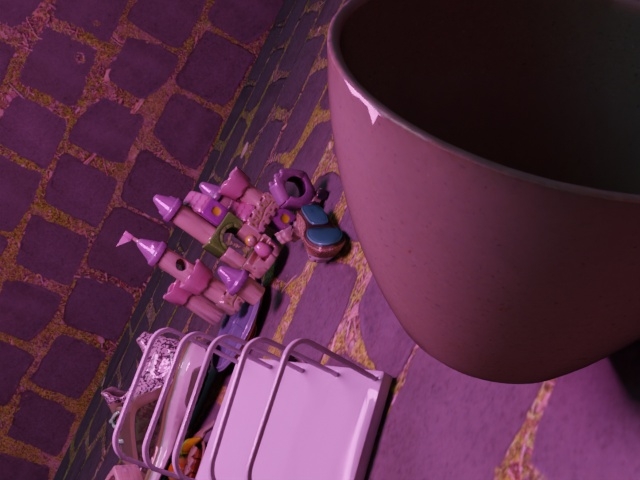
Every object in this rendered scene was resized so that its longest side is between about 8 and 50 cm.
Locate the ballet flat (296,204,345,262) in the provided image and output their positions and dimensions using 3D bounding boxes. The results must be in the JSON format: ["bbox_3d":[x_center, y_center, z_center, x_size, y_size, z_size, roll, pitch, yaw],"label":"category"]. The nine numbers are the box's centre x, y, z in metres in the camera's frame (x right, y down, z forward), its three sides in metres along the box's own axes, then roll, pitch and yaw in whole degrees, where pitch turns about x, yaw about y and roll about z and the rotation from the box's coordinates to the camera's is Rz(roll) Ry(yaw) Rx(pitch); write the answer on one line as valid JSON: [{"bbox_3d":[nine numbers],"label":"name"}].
[{"bbox_3d":[0.000,0.000,1.369,0.206,0.073,0.067,-108,19,-69],"label":"ballet flat"}]

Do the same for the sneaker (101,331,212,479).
[{"bbox_3d":[-0.361,0.362,1.618,0.158,0.182,0.410,105,-172,-88],"label":"sneaker"}]

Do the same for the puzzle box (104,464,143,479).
[{"bbox_3d":[-0.390,0.632,1.421,0.409,0.052,0.272,-56,46,24],"label":"puzzle box"}]

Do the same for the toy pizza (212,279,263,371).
[{"bbox_3d":[-0.158,0.170,1.607,0.201,0.032,0.201,-54,19,28],"label":"toy pizza"}]

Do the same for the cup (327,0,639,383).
[{"bbox_3d":[0.158,-0.030,0.618,0.331,0.331,0.237,-89,4,-52],"label":"cup"}]

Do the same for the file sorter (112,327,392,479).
[{"bbox_3d":[-0.091,0.218,0.983,0.277,0.173,0.193,-3,62,45],"label":"file sorter"}]

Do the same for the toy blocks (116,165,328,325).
[{"bbox_3d":[-0.206,-0.030,1.571,0.288,0.260,0.309,-59,14,-25],"label":"toy blocks"}]

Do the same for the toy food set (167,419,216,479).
[{"bbox_3d":[-0.254,0.432,1.511,0.132,0.038,0.192,-45,26,45],"label":"toy food set"}]

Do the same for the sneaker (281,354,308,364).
[{"bbox_3d":[-0.028,0.222,1.153,0.170,0.068,0.071,-109,32,-77],"label":"sneaker"}]
